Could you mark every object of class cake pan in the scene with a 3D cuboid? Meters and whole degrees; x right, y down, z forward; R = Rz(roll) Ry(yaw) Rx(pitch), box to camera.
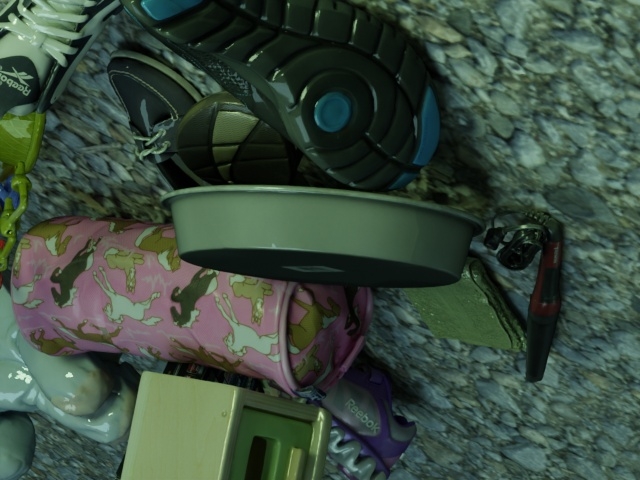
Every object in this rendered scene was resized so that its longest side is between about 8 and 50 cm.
[{"bbox_3d":[0.000,0.000,1.783,0.293,0.054,0.293,5,173,1],"label":"cake pan"}]

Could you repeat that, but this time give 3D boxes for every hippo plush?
[{"bbox_3d":[-0.360,0.181,2.297,0.294,0.236,0.234,44,-175,-37],"label":"hippo plush"}]

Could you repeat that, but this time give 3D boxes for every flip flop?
[{"bbox_3d":[-0.053,-0.082,1.813,0.112,0.080,0.277,11,166,16],"label":"flip flop"}]

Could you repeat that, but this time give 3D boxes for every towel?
[{"bbox_3d":[0.134,0.058,1.944,0.110,0.027,0.148,7,149,37],"label":"towel"}]

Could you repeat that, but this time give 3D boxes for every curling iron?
[{"bbox_3d":[0.197,0.053,1.865,0.068,0.035,0.274,10,149,17],"label":"curling iron"}]

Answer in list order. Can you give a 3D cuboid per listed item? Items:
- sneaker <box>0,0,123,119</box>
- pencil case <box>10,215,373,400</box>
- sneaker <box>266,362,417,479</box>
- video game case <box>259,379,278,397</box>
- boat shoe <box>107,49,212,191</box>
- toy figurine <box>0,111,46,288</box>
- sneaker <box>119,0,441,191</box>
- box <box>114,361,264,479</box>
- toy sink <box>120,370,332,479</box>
[{"bbox_3d":[-0.235,-0.177,1.706,0.094,0.153,0.235,33,153,-18],"label":"sneaker"},{"bbox_3d":[-0.141,0.064,2.063,0.386,0.167,0.160,8,-167,33],"label":"pencil case"},{"bbox_3d":[0.019,0.163,2.170,0.236,0.104,0.095,51,171,-20],"label":"sneaker"},{"bbox_3d":[-0.086,0.136,2.285,0.227,0.026,0.206,0,144,42],"label":"video game case"},{"bbox_3d":[-0.139,-0.095,1.868,0.075,0.065,0.206,4,146,38],"label":"boat shoe"},{"bbox_3d":[-0.407,-0.050,2.000,0.217,0.191,0.362,15,151,-10],"label":"toy figurine"},{"bbox_3d":[-0.037,-0.166,1.631,0.341,0.125,0.139,38,179,-29],"label":"sneaker"},{"bbox_3d":[-0.139,0.210,2.193,0.051,0.220,0.175,12,151,21],"label":"box"},{"bbox_3d":[-0.078,0.230,2.032,0.131,0.153,0.234,6,171,33],"label":"toy sink"}]
